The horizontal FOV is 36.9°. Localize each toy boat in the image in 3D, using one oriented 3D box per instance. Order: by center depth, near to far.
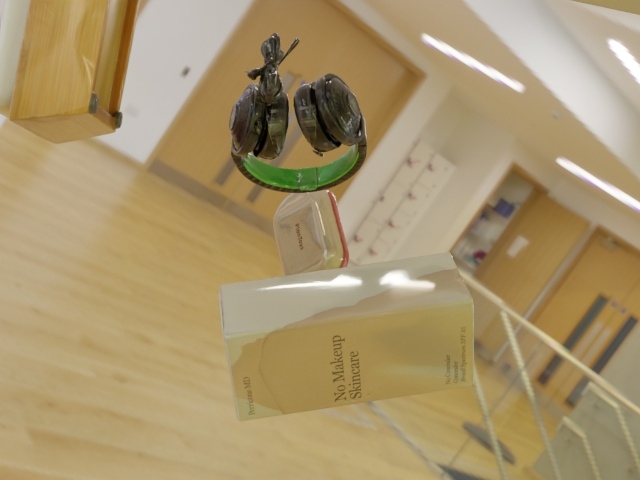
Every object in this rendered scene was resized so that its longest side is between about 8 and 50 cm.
[{"bbox_3d":[0.000,0.000,2.027,0.151,0.151,0.231,23,47,-51],"label":"toy boat"}]

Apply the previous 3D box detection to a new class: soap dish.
[{"bbox_3d":[-0.290,-0.265,1.145,0.118,0.291,0.229,11,-2,-2],"label":"soap dish"}]

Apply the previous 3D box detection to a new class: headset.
[{"bbox_3d":[-0.047,-0.191,1.646,0.394,0.243,0.185,76,10,-55],"label":"headset"}]

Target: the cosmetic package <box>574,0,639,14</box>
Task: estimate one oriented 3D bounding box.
[{"bbox_3d":[0.534,-0.433,1.455,0.384,0.156,0.217,13,2,9],"label":"cosmetic package"}]

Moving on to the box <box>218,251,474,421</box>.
[{"bbox_3d":[0.033,0.123,1.238,0.311,0.148,0.121,-9,31,-4],"label":"box"}]
